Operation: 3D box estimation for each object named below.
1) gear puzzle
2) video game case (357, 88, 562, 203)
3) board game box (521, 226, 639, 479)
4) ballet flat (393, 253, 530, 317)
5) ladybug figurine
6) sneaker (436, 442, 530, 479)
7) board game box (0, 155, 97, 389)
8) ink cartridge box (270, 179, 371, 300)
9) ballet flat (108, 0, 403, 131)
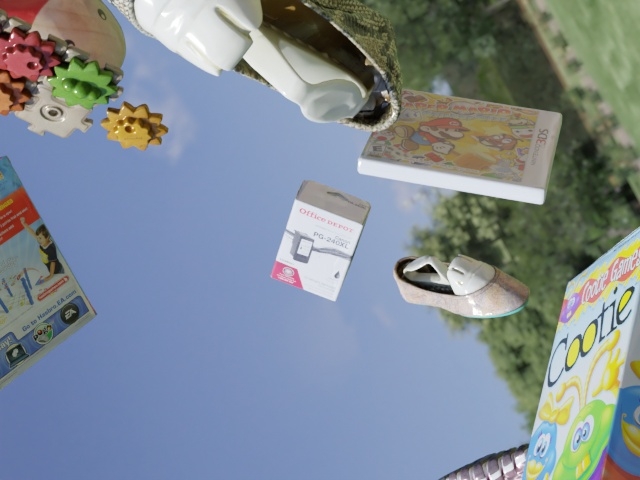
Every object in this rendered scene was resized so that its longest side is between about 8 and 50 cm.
[{"bbox_3d":[-0.348,-0.182,1.534,0.339,0.175,0.044,25,-132,-29],"label":"gear puzzle"},{"bbox_3d":[0.179,-0.123,1.533,0.206,0.227,0.026,-64,-19,-55],"label":"video game case"},{"bbox_3d":[0.253,0.147,0.927,0.144,0.142,0.275,23,-119,-7],"label":"board game box"},{"bbox_3d":[0.249,0.078,2.299,0.107,0.316,0.106,-48,-61,-30],"label":"ballet flat"},{"bbox_3d":[-0.542,-0.369,2.061,0.162,0.449,0.305,84,-153,-46],"label":"ladybug figurine"},{"bbox_3d":[0.283,0.374,1.718,0.106,0.281,0.162,-12,-102,-48],"label":"sneaker"},{"bbox_3d":[-0.541,0.076,1.863,0.308,0.086,0.302,-40,-64,-33],"label":"board game box"},{"bbox_3d":[0.000,0.000,1.821,0.109,0.150,0.063,21,-145,4],"label":"ink cartridge box"},{"bbox_3d":[-0.065,-0.230,1.318,0.483,0.164,0.182,20,-139,-46],"label":"ballet flat"}]
